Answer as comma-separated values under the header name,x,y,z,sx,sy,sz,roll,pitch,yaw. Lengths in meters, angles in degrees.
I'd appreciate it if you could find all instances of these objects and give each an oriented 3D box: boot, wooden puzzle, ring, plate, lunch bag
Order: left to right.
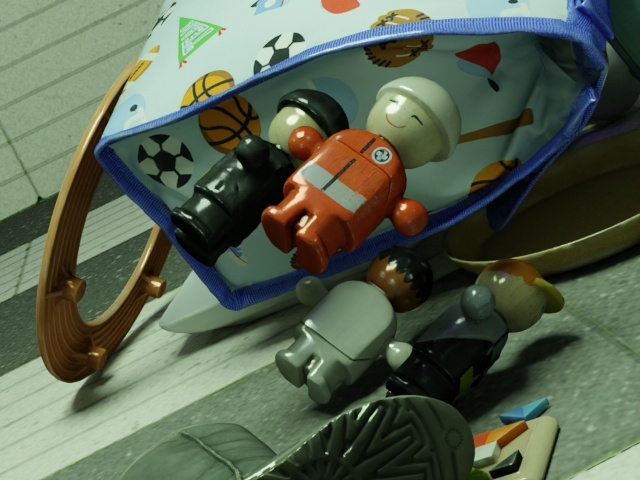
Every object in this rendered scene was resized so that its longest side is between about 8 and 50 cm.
name,x,y,z,sx,sy,sz,roll,pitch,yaw
ring,-0.173,-0.023,1.230,0.032,0.337,0.336,19,28,10
boot,-0.026,0.139,0.776,0.189,0.076,0.208,-19,-1,-13
plate,0.000,0.000,1.277,0.278,0.045,0.277,-22,15,16
lunch bag,0.056,-0.158,1.085,0.385,0.239,0.328,-24,34,25
wooden puzzle,0.094,0.123,0.734,0.078,0.014,0.116,-21,15,19

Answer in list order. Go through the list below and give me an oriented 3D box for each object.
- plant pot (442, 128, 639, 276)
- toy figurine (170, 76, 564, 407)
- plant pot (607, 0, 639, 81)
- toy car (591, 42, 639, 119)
name,x,y,z,sx,sy,sz,roll,pitch,yaw
plant pot,0.210,-0.028,1.039,0.236,0.032,0.236,-23,15,7
toy figurine,0.032,0.004,0.867,0.148,0.209,0.213,-45,20,-23
plant pot,0.361,-0.243,1.139,0.255,0.272,0.272,-39,11,12
toy car,0.221,-0.173,1.325,0.182,0.136,0.159,-27,14,-6
